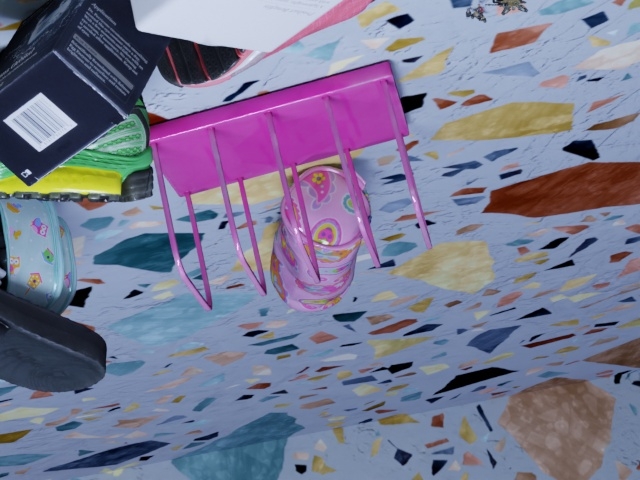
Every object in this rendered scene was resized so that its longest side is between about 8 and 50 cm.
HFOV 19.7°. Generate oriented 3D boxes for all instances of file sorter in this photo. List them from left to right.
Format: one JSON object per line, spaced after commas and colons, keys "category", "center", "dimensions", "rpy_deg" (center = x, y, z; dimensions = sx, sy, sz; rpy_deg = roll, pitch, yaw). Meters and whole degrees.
{"category": "file sorter", "center": [-0.030, -0.052, 2.110], "dimensions": [0.290, 0.182, 0.202], "rpy_deg": [-15, 162, 4]}

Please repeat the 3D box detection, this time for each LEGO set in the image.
{"category": "LEGO set", "center": [0.191, -0.253, 1.937], "dimensions": [0.083, 0.023, 0.054], "rpy_deg": [-8, 164, 27]}

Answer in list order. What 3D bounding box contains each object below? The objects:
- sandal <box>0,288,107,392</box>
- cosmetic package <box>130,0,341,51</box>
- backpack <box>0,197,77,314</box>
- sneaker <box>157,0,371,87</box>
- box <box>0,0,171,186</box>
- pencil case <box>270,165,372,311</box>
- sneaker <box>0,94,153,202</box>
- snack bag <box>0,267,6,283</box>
{"category": "sandal", "center": [-0.420, 0.101, 1.971], "dimensions": [0.445, 0.107, 0.167], "rpy_deg": [23, 146, -34]}
{"category": "cosmetic package", "center": [-0.055, -0.265, 1.493], "dimensions": [0.151, 0.151, 0.183], "rpy_deg": [5, 154, -44]}
{"category": "backpack", "center": [-0.362, 0.028, 2.126], "dimensions": [0.144, 0.166, 0.188], "rpy_deg": [2, 157, -30]}
{"category": "sneaker", "center": [-0.024, -0.220, 1.714], "dimensions": [0.314, 0.116, 0.136], "rpy_deg": [-28, 159, 36]}
{"category": "box", "center": [-0.224, -0.156, 1.662], "dimensions": [0.093, 0.158, 0.156], "rpy_deg": [43, 133, -20]}
{"category": "pencil case", "center": [0.000, 0.000, 2.396], "dimensions": [0.124, 0.124, 0.284], "rpy_deg": [-11, 161, -9]}
{"category": "sneaker", "center": [-0.336, -0.112, 1.813], "dimensions": [0.343, 0.146, 0.134], "rpy_deg": [1, 180, -12]}
{"category": "snack bag", "center": [-0.565, 0.011, 1.962], "dimensions": [0.342, 0.037, 0.323], "rpy_deg": [-9, 155, 27]}
